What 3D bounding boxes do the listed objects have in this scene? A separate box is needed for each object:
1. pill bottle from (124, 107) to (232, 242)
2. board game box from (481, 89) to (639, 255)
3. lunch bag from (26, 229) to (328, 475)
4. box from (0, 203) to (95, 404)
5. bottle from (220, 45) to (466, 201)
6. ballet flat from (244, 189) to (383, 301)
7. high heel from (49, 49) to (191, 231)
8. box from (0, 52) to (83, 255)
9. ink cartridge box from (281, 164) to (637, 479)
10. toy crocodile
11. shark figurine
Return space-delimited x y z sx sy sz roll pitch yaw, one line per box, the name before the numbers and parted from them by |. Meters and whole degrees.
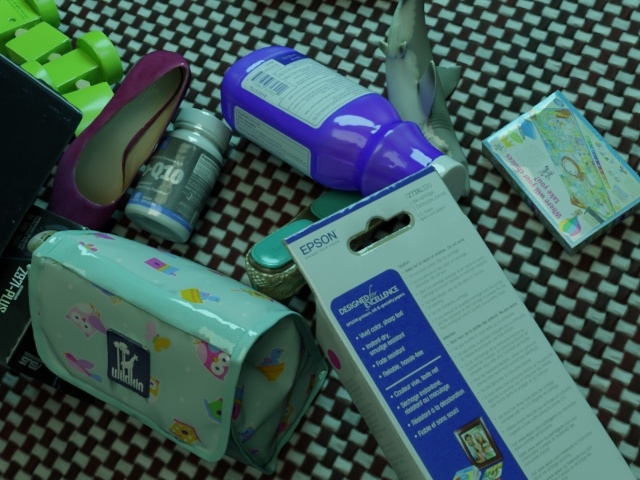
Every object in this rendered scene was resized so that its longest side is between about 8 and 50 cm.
pill bottle | -0.156 -0.074 0.996 0.078 0.078 0.137 18 73 17
board game box | 0.258 -0.073 0.942 0.103 0.026 0.154 -33 66 -3
lunch bag | -0.129 0.096 0.824 0.223 0.262 0.160 25 75 18
box | -0.263 0.070 0.904 0.077 0.180 0.147 22 74 19
bottle | 0.022 -0.113 0.944 0.282 0.092 0.118 33 49 29
ballet flat | 0.000 0.000 0.935 0.206 0.067 0.073 -30 53 -34
high heel | -0.215 -0.094 0.960 0.244 0.082 0.117 -58 28 -4
box | -0.423 -0.047 0.872 0.294 0.182 0.296 8 67 52
ink cartridge box | 0.124 0.127 0.794 0.175 0.069 0.371 -27 81 -23
toy crocodile | -0.344 -0.223 1.086 0.115 0.105 0.340 -35 63 -27
shark figurine | 0.124 -0.203 0.967 0.116 0.279 0.166 -16 25 -36
